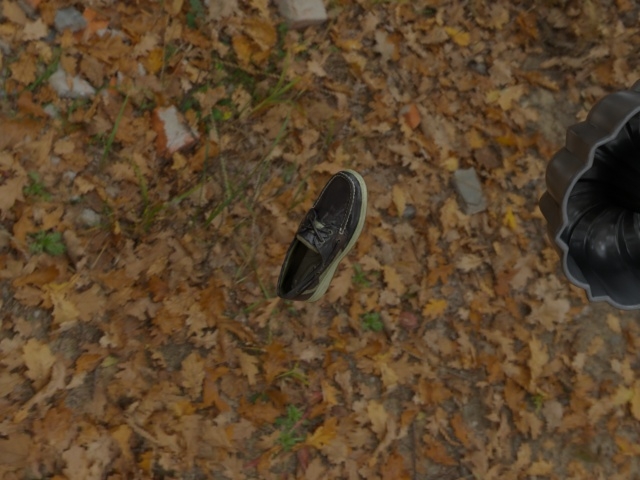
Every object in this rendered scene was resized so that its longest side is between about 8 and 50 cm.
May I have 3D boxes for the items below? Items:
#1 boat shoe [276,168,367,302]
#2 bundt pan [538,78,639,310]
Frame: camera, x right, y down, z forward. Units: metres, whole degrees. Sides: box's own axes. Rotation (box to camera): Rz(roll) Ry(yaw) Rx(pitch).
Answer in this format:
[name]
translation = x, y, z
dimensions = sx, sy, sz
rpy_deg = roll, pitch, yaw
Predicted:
[boat shoe]
translation = 0.000, 0.000, 0.680
dimensions = 0.056, 0.152, 0.049
rpy_deg = 33, 23, 31
[bundt pan]
translation = 0.442, -0.073, 0.907
dimensions = 0.331, 0.331, 0.124
rpy_deg = 23, 22, -24
